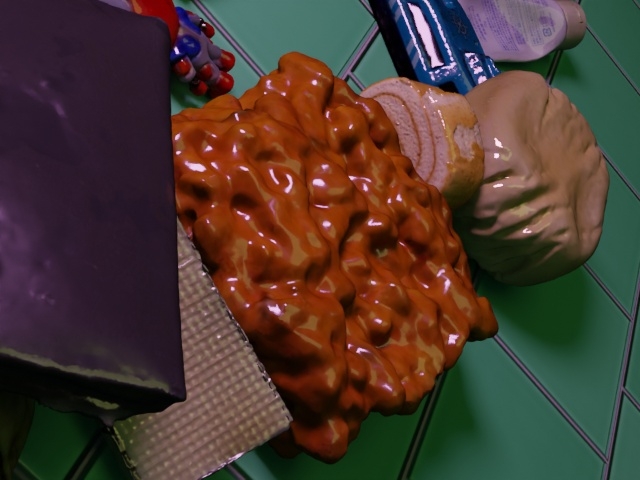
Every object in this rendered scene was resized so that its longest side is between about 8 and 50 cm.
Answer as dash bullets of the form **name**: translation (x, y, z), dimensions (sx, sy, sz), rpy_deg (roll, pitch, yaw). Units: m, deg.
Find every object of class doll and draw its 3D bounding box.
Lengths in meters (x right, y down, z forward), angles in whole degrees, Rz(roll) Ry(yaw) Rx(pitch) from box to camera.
- **doll**: translation (-0.147, -0.191, 0.956), dimensions (0.194, 0.062, 0.104), rpy_deg (34, 62, -41)

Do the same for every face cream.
- **face cream**: translation (0.260, -0.289, 1.497), dimensions (0.224, 0.070, 0.114), rpy_deg (-10, 73, -38)

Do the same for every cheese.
- **cheese**: translation (0.216, -0.072, 1.204), dimensions (0.214, 0.117, 0.226), rpy_deg (45, 50, -32)

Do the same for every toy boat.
- **toy boat**: translation (0.154, -0.224, 1.298), dimensions (0.134, 0.092, 0.299), rpy_deg (-4, 68, -53)

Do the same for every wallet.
- **wallet**: translation (-0.185, -0.054, 0.731), dimensions (0.197, 0.051, 0.378), rpy_deg (15, 41, -25)

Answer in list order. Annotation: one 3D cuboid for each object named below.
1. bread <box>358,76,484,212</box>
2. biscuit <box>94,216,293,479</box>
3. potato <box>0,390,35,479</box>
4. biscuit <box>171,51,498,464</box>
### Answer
- **bread**: translation (0.100, -0.095, 1.117), dimensions (0.073, 0.122, 0.149), rpy_deg (7, 61, -50)
- **biscuit**: translation (-0.118, 0.073, 0.783), dimensions (0.121, 0.040, 0.199), rpy_deg (-27, 87, -23)
- **potato**: translation (-0.204, 0.070, 0.691), dimensions (0.149, 0.081, 0.120), rpy_deg (51, 40, -10)
- **biscuit**: translation (0.000, 0.000, 0.949), dimensions (0.318, 0.110, 0.312), rpy_deg (58, 38, -1)
